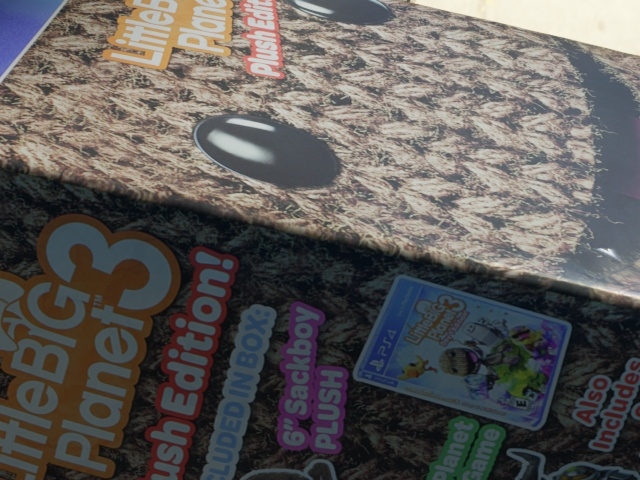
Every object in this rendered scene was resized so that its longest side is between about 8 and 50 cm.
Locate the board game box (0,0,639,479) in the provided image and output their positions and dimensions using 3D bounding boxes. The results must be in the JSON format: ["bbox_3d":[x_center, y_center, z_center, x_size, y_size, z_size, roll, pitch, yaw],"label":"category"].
[{"bbox_3d":[0.000,0.000,0.478,0.291,0.232,0.141,12,120,-2],"label":"board game box"}]

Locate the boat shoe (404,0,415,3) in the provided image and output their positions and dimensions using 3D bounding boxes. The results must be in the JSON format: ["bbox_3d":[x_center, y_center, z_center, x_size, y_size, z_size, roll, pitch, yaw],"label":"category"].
[{"bbox_3d":[0.074,-0.315,1.008,0.119,0.335,0.121,-39,76,-19],"label":"boat shoe"}]
